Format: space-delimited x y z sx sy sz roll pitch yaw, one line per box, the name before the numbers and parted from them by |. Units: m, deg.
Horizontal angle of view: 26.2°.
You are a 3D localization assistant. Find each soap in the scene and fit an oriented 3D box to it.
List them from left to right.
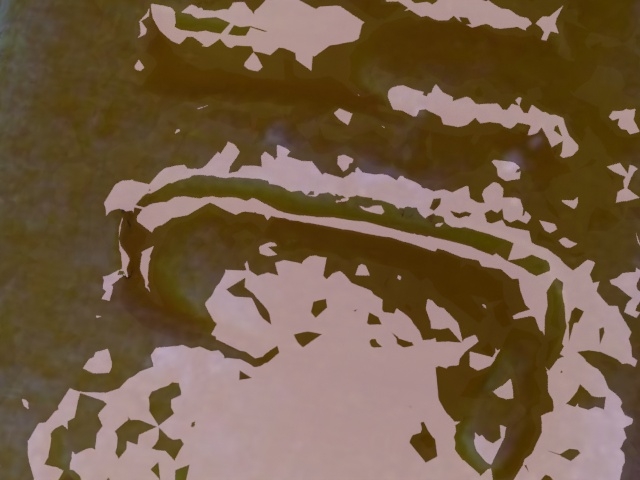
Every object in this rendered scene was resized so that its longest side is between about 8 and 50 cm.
soap | 0.000 0.000 0.570 0.293 0.156 0.335 12 74 0
